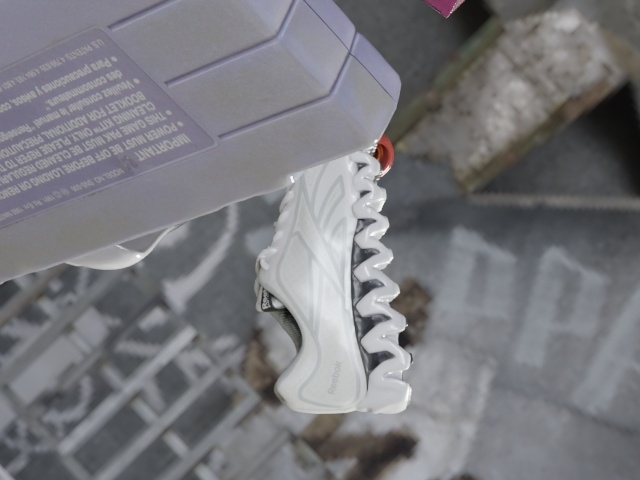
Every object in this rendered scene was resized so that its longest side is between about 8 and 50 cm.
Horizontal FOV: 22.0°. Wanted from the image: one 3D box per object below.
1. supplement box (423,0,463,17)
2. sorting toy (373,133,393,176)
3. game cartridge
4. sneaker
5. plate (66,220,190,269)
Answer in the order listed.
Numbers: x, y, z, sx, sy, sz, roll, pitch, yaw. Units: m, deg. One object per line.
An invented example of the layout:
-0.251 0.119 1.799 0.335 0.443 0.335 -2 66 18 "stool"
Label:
0.105 -0.226 1.354 0.055 0.043 0.083 36 37 4 "supplement box"
0.020 -0.063 1.512 0.042 0.102 0.061 29 -37 54 "sorting toy"
-0.160 -0.084 0.795 0.355 0.068 0.230 -17 -45 39 "game cartridge"
0.000 0.000 1.340 0.110 0.118 0.292 85 -3 -78 "sneaker"
-0.235 -0.056 1.177 0.277 0.045 0.278 30 6 -1 "plate"
